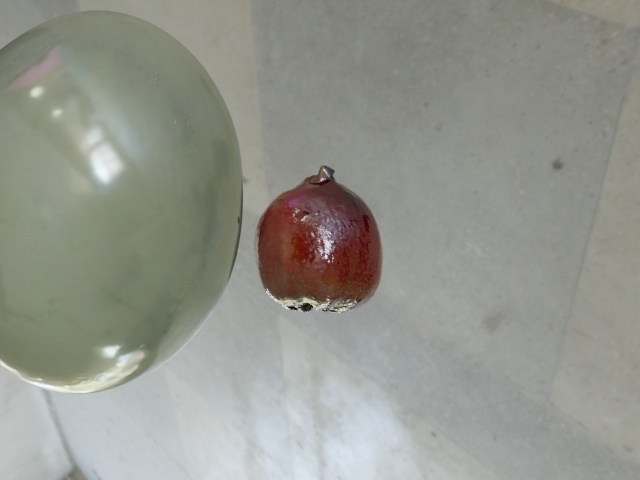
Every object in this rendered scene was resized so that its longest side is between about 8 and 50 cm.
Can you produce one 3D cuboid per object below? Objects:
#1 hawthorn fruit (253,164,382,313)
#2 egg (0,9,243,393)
[{"bbox_3d":[0.000,0.000,1.020,0.169,0.169,0.188,1,79,54],"label":"hawthorn fruit"},{"bbox_3d":[-0.164,-0.025,0.569,0.219,0.219,0.269,6,91,52],"label":"egg"}]
